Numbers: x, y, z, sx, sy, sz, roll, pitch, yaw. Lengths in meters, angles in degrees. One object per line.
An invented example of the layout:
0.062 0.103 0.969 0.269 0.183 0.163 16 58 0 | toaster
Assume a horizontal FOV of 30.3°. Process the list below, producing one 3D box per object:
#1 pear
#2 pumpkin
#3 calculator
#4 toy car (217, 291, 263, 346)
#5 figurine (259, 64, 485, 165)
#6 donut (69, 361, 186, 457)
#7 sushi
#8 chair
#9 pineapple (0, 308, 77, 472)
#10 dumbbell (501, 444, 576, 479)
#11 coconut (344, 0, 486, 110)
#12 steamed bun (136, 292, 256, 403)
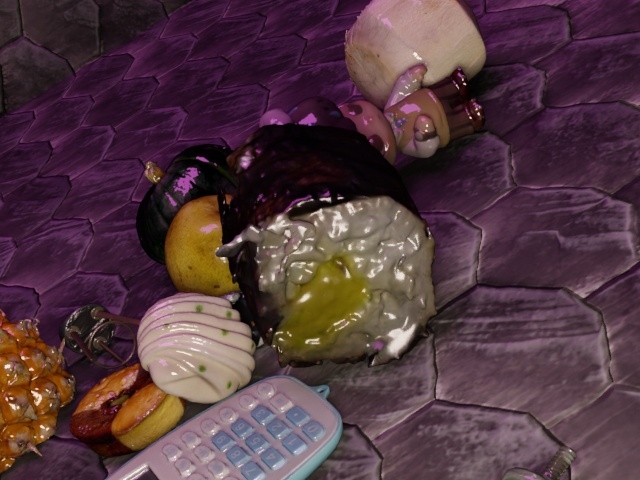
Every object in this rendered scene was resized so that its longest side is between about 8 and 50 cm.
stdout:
-0.155 0.026 1.921 0.197 0.197 0.197 -22 28 13 | pear
-0.228 -0.066 2.111 0.250 0.216 0.250 -51 8 10 | pumpkin
-0.141 0.308 1.569 0.386 0.054 0.256 -35 28 -15 | calculator
-0.170 0.132 1.851 0.205 0.095 0.056 -10 9 35 | toy car
0.099 -0.177 2.010 0.365 0.218 0.206 -25 -3 2 | figurine
-0.281 0.253 1.768 0.184 0.073 0.166 -24 28 12 | donut
0.002 0.001 1.675 0.281 0.299 0.294 -19 30 -1 | sushi
-0.355 0.159 1.956 0.221 0.104 0.095 11 74 57 | chair
-0.557 0.223 1.851 0.209 0.286 0.344 8 46 50 | pineapple
0.192 0.307 1.226 0.081 0.081 0.254 7 44 49 | dumbbell
0.183 -0.365 2.205 0.247 0.245 0.245 -38 29 -20 | coconut
-0.174 0.147 1.719 0.106 0.183 0.183 -46 12 40 | steamed bun
